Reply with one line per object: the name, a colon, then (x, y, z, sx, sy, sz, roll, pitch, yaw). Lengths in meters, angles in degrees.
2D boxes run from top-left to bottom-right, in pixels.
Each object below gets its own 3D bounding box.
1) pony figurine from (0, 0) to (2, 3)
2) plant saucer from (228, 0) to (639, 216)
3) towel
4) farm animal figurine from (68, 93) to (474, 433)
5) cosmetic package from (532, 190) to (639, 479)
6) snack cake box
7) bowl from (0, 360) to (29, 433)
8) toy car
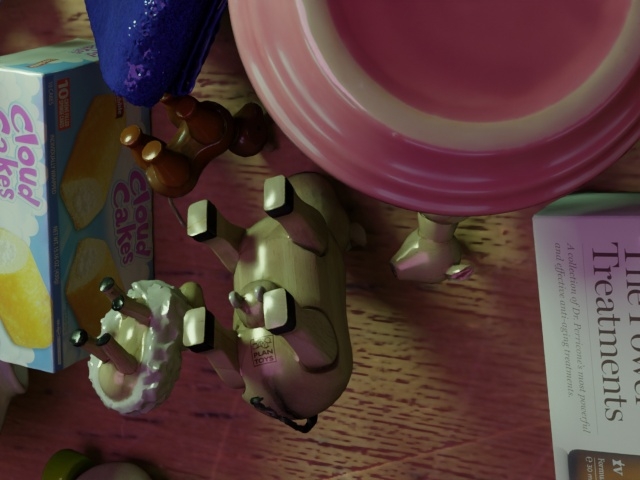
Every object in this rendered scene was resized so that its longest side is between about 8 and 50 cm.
pony figurine: (-0.460, -0.193, 1.405, 0.363, 0.351, 0.302, -27, 92, 16)
plant saucer: (0.102, -0.182, 1.066, 0.332, 0.084, 0.332, 0, 91, -2)
towel: (-0.094, -0.278, 1.230, 0.308, 0.076, 0.227, -60, 30, 29)
farm animal figurine: (0.000, 0.000, 1.230, 0.330, 0.172, 0.326, 0, 63, 32)
cosmetic package: (0.314, 0.153, 1.130, 0.284, 0.097, 0.377, -1, 103, 30)
snack cake box: (-0.225, -0.035, 1.380, 0.089, 0.152, 0.264, 10, 110, 29)
bowl: (-0.357, 0.091, 1.465, 0.134, 0.298, 0.297, -15, 97, -3)
toy car: (-0.199, 0.318, 1.507, 0.155, 0.149, 0.188, 16, 141, 32)
